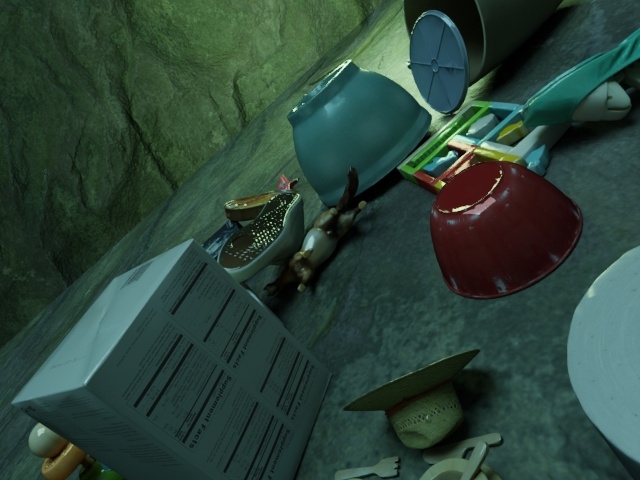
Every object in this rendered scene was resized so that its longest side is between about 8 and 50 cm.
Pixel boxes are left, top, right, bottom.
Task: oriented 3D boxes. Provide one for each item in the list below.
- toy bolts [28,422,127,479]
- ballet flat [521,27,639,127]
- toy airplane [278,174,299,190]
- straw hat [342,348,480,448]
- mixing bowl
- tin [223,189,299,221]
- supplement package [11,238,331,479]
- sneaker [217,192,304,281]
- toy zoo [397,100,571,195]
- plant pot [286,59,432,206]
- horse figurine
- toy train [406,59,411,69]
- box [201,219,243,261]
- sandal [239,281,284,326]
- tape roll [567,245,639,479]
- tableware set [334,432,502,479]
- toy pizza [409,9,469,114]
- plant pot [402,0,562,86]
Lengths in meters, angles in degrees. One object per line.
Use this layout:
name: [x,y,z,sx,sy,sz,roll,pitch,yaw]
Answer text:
toy bolts: [-0.353,0.346,0.736,0.228,0.158,0.218,-34,25,19]
ballet flat: [0.383,-0.206,0.622,0.247,0.083,0.087,-34,63,10]
toy airplane: [-0.113,-0.120,1.326,0.151,0.028,0.151,-32,31,22]
straw hat: [0.098,0.160,0.463,0.144,0.144,0.061,-33,65,21]
mixing bowl: [0.201,-0.030,0.593,0.181,0.098,0.181,-35,25,19]
tin: [-0.137,-0.085,1.186,0.189,0.040,0.106,-15,17,-23]
supplement package: [-0.163,0.177,0.597,0.199,0.263,0.198,-21,30,39]
sneaker: [-0.091,0.018,0.936,0.105,0.123,0.290,3,29,22]
toy zoo: [0.254,-0.142,0.785,0.192,0.030,0.293,-41,23,3]
plant pot: [0.054,-0.242,1.028,0.293,0.196,0.293,-38,17,14]
horse figurine: [0.000,0.000,0.871,0.263,0.066,0.174,-56,4,-9]
toy train: [0.271,-0.484,1.354,0.036,0.027,0.158,-49,22,11]
box: [-0.221,0.045,1.133,0.158,0.093,0.156,-42,23,-1]
sandal: [-0.150,0.117,0.886,0.076,0.102,0.265,-43,25,-9]
tape roll: [0.282,0.077,0.313,0.219,0.072,0.219,-34,25,19]
tableware set: [0.065,0.235,0.423,0.194,0.039,0.128,-28,27,30]
toy pizza: [0.241,-0.354,0.983,0.032,0.202,0.201,-21,20,-14]
plant pot: [0.353,-0.482,0.993,0.273,0.257,0.256,-29,21,-10]
